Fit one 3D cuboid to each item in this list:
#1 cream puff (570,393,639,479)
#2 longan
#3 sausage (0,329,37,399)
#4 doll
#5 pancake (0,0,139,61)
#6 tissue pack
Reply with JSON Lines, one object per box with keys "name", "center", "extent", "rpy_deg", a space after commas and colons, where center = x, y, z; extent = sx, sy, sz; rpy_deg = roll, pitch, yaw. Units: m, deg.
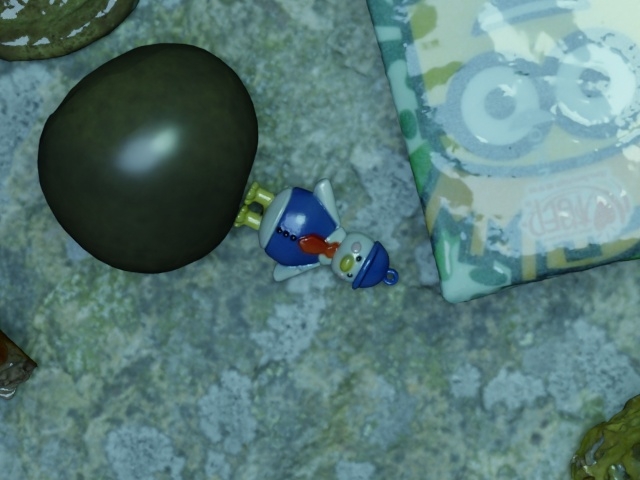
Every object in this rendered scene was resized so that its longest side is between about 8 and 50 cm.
{"name": "cream puff", "center": [0.286, 0.199, 1.356], "extent": [0.189, 0.129, 0.189], "rpy_deg": [0, 94, 5]}
{"name": "longan", "center": [-0.135, -0.067, 1.375], "extent": [0.189, 0.189, 0.189], "rpy_deg": [1, 96, 8]}
{"name": "sausage", "center": [-0.344, 0.008, 1.455], "extent": [0.102, 0.076, 0.302], "rpy_deg": [-26, 93, 2]}
{"name": "doll", "center": [0.000, 0.000, 1.416], "extent": [0.143, 0.058, 0.099], "rpy_deg": [28, 109, -1]}
{"name": "pancake", "center": [-0.266, -0.295, 1.435], "extent": [0.286, 0.033, 0.288], "rpy_deg": [9, 97, 7]}
{"name": "tissue pack", "center": [0.172, -0.127, 1.338], "extent": [0.227, 0.128, 0.311], "rpy_deg": [-14, 93, 12]}
